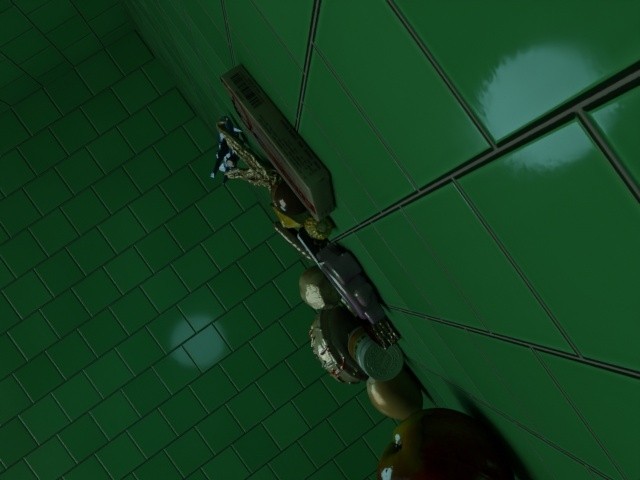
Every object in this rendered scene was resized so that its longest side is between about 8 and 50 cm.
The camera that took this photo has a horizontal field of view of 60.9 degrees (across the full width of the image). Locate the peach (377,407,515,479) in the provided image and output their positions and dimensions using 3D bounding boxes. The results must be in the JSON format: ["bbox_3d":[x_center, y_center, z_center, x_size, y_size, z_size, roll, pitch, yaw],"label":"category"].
[{"bbox_3d":[0.340,0.626,1.433,0.370,0.370,0.370,53,174,9],"label":"peach"}]

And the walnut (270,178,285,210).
[{"bbox_3d":[-0.095,-0.131,1.603,0.105,0.105,0.124,53,-179,15],"label":"walnut"}]

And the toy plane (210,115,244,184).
[{"bbox_3d":[-0.352,-0.354,2.104,0.105,0.254,0.271,21,134,9],"label":"toy plane"}]

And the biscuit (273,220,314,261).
[{"bbox_3d":[-0.090,0.001,2.149,0.217,0.044,0.325,43,-177,-1],"label":"biscuit"}]

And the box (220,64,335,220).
[{"bbox_3d":[-0.095,-0.224,1.289,0.353,0.069,0.214,54,174,18],"label":"box"}]

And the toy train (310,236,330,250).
[{"bbox_3d":[0.000,0.000,1.873,0.103,0.044,0.064,54,179,5],"label":"toy train"}]

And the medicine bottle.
[{"bbox_3d":[0.204,0.432,2.132,0.158,0.158,0.318,55,174,-6],"label":"medicine bottle"}]

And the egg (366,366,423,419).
[{"bbox_3d":[0.301,0.608,2.183,0.244,0.201,0.201,40,169,18],"label":"egg"}]

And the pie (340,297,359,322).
[{"bbox_3d":[0.117,0.262,2.349,0.240,0.054,0.240,53,175,6],"label":"pie"}]

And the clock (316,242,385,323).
[{"bbox_3d":[0.094,0.134,1.685,0.247,0.090,0.227,54,174,-17],"label":"clock"}]

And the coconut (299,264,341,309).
[{"bbox_3d":[0.001,0.186,2.213,0.194,0.194,0.194,53,174,9],"label":"coconut"}]

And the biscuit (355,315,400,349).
[{"bbox_3d":[0.197,0.299,1.880,0.106,0.070,0.252,54,173,-3],"label":"biscuit"}]

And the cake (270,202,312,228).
[{"bbox_3d":[-0.095,-0.098,1.815,0.116,0.080,0.185,58,164,-8],"label":"cake"}]

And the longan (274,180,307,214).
[{"bbox_3d":[-0.066,-0.119,1.495,0.119,0.106,0.106,11,170,1],"label":"longan"}]

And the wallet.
[{"bbox_3d":[0.042,0.107,1.960,0.379,0.046,0.190,54,-172,-6],"label":"wallet"}]

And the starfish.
[{"bbox_3d":[-0.219,-0.225,1.948,0.432,0.082,0.324,41,162,-6],"label":"starfish"}]

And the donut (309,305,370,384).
[{"bbox_3d":[0.103,0.462,2.401,0.383,0.142,0.382,38,-151,-26],"label":"donut"}]

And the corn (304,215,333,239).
[{"bbox_3d":[-0.009,-0.041,1.601,0.072,0.072,0.203,55,174,-8],"label":"corn"}]
